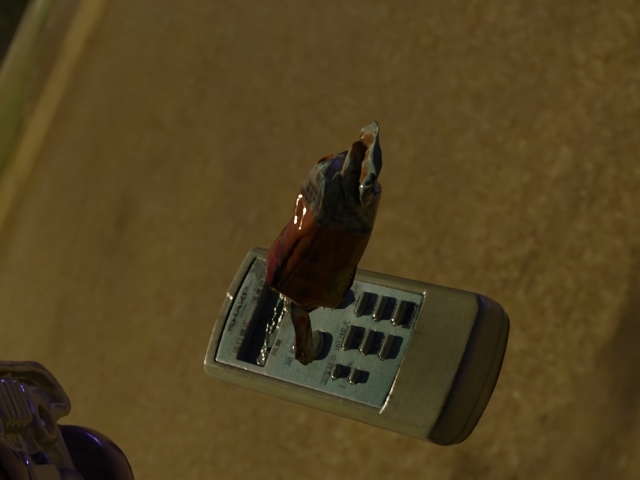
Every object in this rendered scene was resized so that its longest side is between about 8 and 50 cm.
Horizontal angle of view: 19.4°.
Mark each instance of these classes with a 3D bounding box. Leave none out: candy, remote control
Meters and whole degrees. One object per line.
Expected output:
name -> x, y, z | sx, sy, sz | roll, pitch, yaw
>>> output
candy -> 0.000, 0.000, 0.944 | 0.182, 0.046, 0.053 | 111, 172, -52
remote control -> 0.019, 0.066, 1.221 | 0.233, 0.038, 0.098 | 11, 75, 46

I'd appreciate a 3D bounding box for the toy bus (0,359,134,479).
toy bus -> -0.121, 0.151, 0.620 | 0.142, 0.202, 0.142 | -26, -11, 7
